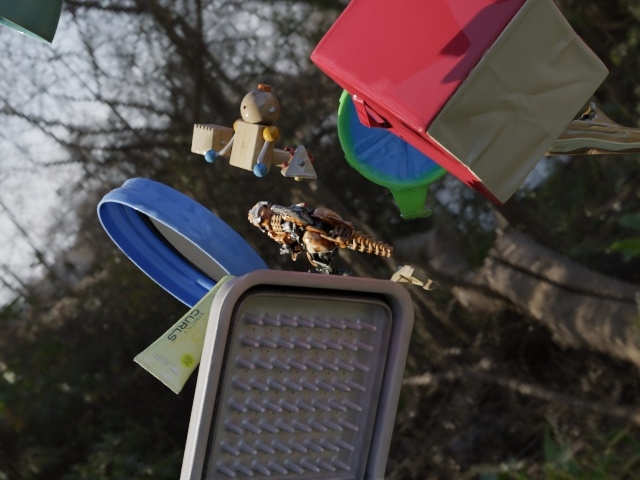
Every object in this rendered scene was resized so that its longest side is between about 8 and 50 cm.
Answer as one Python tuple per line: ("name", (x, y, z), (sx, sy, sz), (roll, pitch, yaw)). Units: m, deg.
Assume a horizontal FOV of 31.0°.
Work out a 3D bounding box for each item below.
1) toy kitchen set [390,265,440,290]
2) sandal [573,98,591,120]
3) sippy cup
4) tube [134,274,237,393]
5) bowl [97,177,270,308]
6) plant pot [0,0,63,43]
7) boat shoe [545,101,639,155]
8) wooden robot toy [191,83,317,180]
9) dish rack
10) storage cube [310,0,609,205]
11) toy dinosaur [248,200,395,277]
("toy kitchen set", (0.168, 0.095, 2.116), (0.075, 0.068, 0.083), (-61, 15, -6))
("sandal", (0.257, -0.260, 1.490), (0.120, 0.086, 0.303), (-20, 54, 10))
("sippy cup", (0.160, -0.211, 2.100), (0.306, 0.240, 0.224), (-60, -6, 8))
("tube", (-0.206, 0.153, 1.958), (0.070, 0.062, 0.240), (8, 40, 36))
("bowl", (-0.247, 0.027, 2.195), (0.077, 0.391, 0.391), (-54, 10, -21))
("plant pot", (-0.545, -0.478, 1.929), (0.290, 0.290, 0.196), (-150, 85, -84))
("boat shoe", (0.378, -0.155, 1.595), (0.189, 0.072, 0.068), (-4, 6, -24))
("wooden robot toy", (-0.052, -0.104, 1.059), (0.076, 0.079, 0.173), (0, 12, -34))
("dish rack", (-0.036, 0.195, 1.315), (0.072, 0.285, 0.333), (18, 99, 50))
("storage cube", (0.146, -0.183, 1.209), (0.215, 0.183, 0.193), (-52, 48, 2))
("toy dinosaur", (0.000, 0.000, 2.459), (0.164, 0.322, 0.218), (-48, -36, -8))
